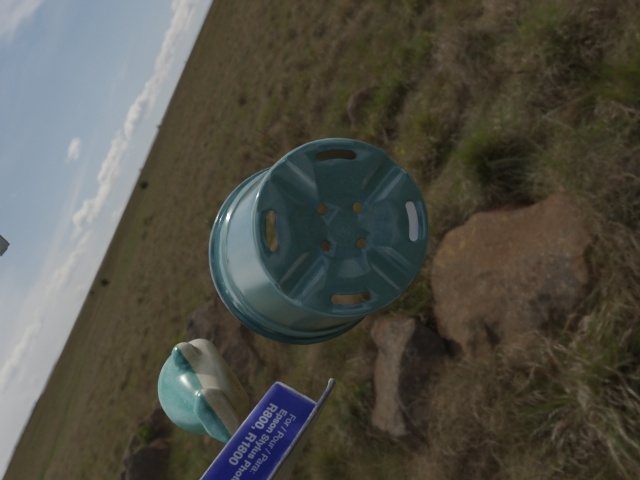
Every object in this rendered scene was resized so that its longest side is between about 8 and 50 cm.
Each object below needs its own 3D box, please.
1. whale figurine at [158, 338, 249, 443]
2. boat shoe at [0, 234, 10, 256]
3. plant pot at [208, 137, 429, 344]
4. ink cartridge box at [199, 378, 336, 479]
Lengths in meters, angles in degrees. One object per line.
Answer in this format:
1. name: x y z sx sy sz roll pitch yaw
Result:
1. whale figurine: -0.211 0.284 1.130 0.141 0.216 0.272 -33 13 -8
2. boat shoe: -0.587 -0.050 0.909 0.121 0.335 0.119 23 64 35
3. plant pot: 0.000 0.000 1.030 0.334 0.341 0.341 148 144 -75
4. ink cartridge box: -0.121 0.299 0.612 0.324 0.071 0.330 -50 -15 -34
